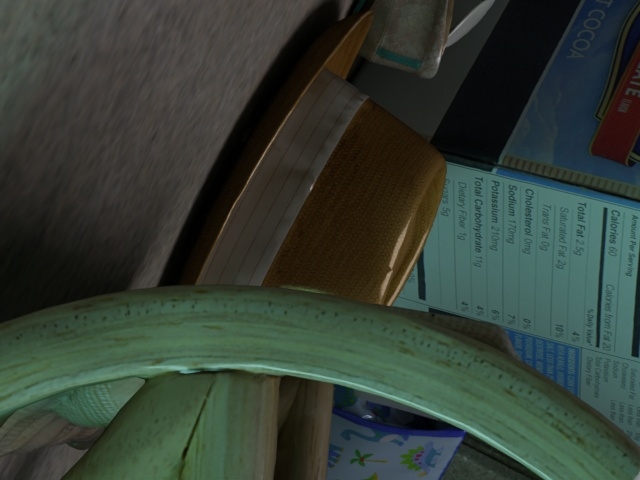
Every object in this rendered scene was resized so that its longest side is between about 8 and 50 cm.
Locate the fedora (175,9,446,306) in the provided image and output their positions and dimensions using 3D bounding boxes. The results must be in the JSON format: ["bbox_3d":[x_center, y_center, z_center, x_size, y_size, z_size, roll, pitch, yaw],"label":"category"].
[{"bbox_3d":[0.000,0.000,0.676,0.194,0.079,0.194,-61,175,-9],"label":"fedora"}]

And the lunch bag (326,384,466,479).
[{"bbox_3d":[0.014,0.125,1.073,0.096,0.151,0.129,-57,172,-42],"label":"lunch bag"}]

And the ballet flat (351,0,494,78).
[{"bbox_3d":[0.066,-0.135,0.769,0.168,0.052,0.057,-59,174,-35],"label":"ballet flat"}]

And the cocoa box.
[{"bbox_3d":[0.181,-0.069,0.946,0.231,0.228,0.347,82,31,-45],"label":"cocoa box"}]

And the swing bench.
[{"bbox_3d":[-0.048,0.125,0.424,0.253,0.165,0.254,59,54,-84],"label":"swing bench"}]
